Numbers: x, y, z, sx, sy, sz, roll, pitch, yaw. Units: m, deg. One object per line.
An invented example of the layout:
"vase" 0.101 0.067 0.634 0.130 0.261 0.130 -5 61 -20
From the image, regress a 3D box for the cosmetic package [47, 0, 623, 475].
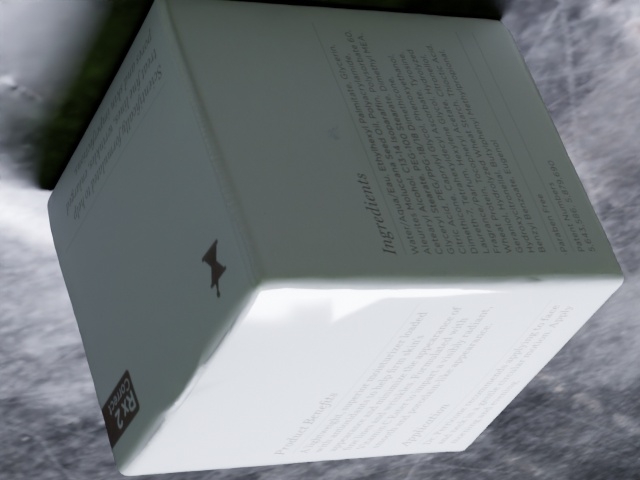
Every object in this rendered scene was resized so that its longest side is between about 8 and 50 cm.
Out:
"cosmetic package" 0.000 0.000 0.776 0.183 0.151 0.151 1 144 -31
